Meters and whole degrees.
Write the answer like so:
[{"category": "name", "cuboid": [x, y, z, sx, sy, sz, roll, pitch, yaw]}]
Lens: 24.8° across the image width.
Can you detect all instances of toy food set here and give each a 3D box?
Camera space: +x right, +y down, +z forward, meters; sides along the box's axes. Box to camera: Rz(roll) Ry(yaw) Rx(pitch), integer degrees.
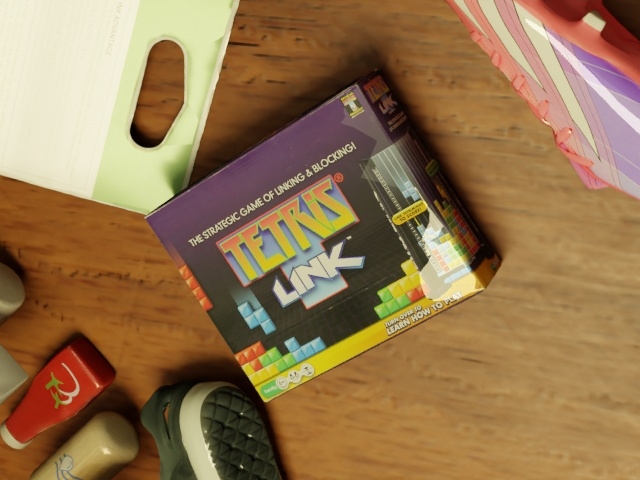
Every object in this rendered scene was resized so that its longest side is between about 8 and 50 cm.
[{"category": "toy food set", "cuboid": [-0.211, 0.115, 0.969, 0.232, 0.111, 0.104, 48, 118, -1]}]

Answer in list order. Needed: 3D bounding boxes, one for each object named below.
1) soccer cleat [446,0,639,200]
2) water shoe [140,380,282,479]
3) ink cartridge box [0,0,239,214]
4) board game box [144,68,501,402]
[{"category": "soccer cleat", "cuboid": [0.137, -0.084, 0.780, 0.248, 0.083, 0.095, 37, 122, 5]}, {"category": "water shoe", "cuboid": [-0.061, 0.187, 0.967, 0.080, 0.073, 0.203, -2, 104, 45]}, {"category": "ink cartridge box", "cuboid": [-0.182, -0.122, 0.913, 0.235, 0.056, 0.171, 14, 115, -9]}, {"category": "board game box", "cuboid": [0.000, 0.000, 0.878, 0.170, 0.048, 0.141, -30, 97, 27]}]
